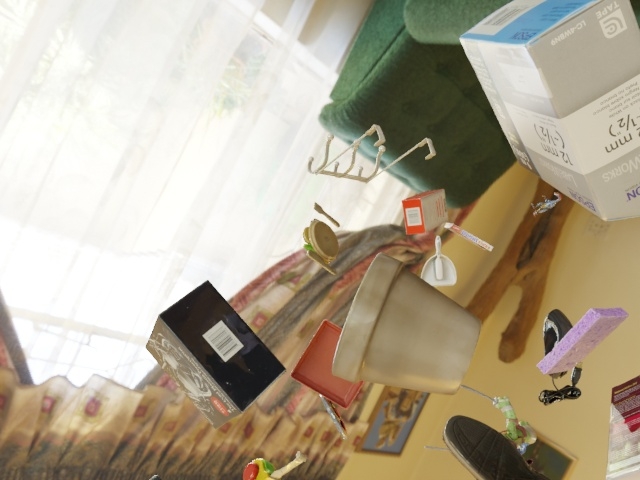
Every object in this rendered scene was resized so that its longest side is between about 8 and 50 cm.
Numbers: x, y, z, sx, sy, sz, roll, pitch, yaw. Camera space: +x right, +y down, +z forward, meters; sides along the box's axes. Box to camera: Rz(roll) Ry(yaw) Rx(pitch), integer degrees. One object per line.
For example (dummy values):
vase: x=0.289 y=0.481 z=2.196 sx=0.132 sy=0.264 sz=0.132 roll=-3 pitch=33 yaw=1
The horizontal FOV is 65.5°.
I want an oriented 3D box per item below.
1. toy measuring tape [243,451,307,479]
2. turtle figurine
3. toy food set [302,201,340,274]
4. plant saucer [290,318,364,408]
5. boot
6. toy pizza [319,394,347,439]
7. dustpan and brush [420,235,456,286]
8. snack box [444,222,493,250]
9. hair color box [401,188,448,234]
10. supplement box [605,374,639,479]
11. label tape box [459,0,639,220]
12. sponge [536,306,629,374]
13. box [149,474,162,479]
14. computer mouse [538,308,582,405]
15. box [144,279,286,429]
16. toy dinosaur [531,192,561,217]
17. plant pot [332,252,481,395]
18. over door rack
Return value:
toy measuring tape: x=-0.177 y=0.817 z=1.788 sx=0.121 sy=0.330 sz=0.121 roll=41 pitch=-160 yaw=-18
turtle figurine: x=0.492 y=0.546 z=1.435 sx=0.275 sy=0.197 sz=0.266 roll=-1 pitch=156 yaw=39
toy food set: x=0.000 y=0.000 z=1.376 sx=0.039 sy=0.192 sz=0.132 roll=-26 pitch=130 yaw=33
plant saucer: x=0.057 y=0.468 z=1.899 sx=0.259 sy=0.258 sz=0.048 roll=31 pitch=179 yaw=-5
boot: x=0.436 y=0.640 z=1.275 sx=0.377 sy=0.138 sz=0.284 roll=34 pitch=138 yaw=14
toy pizza: x=0.058 y=0.685 z=1.948 sx=0.201 sy=0.032 sz=0.201 roll=58 pitch=168 yaw=19
dustpan and brush: x=0.483 y=0.086 z=2.041 sx=0.147 sy=0.211 sz=0.060 roll=-4 pitch=180 yaw=0
snack box: x=0.543 y=-0.014 z=1.823 sx=0.178 sy=0.022 sz=0.064 roll=29 pitch=-178 yaw=-7
hair color box: x=0.217 y=-0.061 z=1.020 sx=0.043 sy=0.071 sz=0.141 roll=-5 pitch=-171 yaw=34
supplement box: x=0.658 y=0.384 z=1.003 sx=0.073 sy=0.239 sz=0.130 roll=34 pitch=138 yaw=4
label tape box: x=0.337 y=-0.140 z=0.660 sx=0.347 sy=0.115 sz=0.249 roll=57 pitch=-169 yaw=-21
sponge: x=0.611 y=0.235 z=1.163 sx=0.117 sy=0.210 sz=0.031 roll=1 pitch=-139 yaw=-29
box: x=-0.420 y=0.903 z=1.322 sx=0.396 sy=0.293 sz=0.212 roll=35 pitch=-152 yaw=18
computer mouse: x=0.682 y=0.323 z=1.365 sx=0.184 sy=0.261 sz=0.060 roll=9 pitch=175 yaw=-34
box: x=-0.317 y=0.342 z=1.448 sx=0.343 sy=0.179 sz=0.312 roll=47 pitch=145 yaw=5
toy dinosaur: x=0.686 y=-0.113 z=1.505 sx=0.090 sy=0.082 sz=0.047 roll=36 pitch=-147 yaw=-71
plant pot: x=0.216 y=0.228 z=1.193 sx=0.281 sy=0.323 sz=0.323 roll=22 pitch=179 yaw=13
over door rack: x=0.146 y=-0.270 z=1.501 sx=0.240 sy=0.108 sz=0.324 roll=3 pitch=167 yaw=-38
